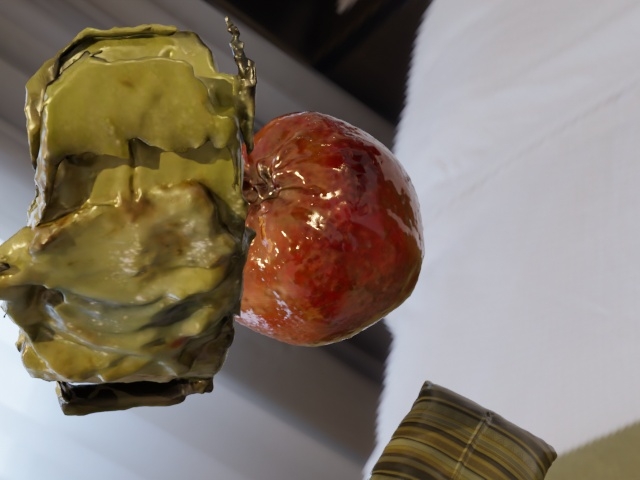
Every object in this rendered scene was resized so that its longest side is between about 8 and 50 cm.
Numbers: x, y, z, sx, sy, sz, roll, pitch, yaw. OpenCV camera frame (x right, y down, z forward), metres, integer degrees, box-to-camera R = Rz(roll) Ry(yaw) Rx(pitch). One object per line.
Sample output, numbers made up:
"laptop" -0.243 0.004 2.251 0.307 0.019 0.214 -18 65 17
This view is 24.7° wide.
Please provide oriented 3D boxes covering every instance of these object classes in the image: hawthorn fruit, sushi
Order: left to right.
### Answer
"sushi" -0.110 0.000 0.747 0.291 0.139 0.131 108 154 -61
"hawthorn fruit" 0.000 0.000 1.139 0.179 0.200 0.179 -13 63 27

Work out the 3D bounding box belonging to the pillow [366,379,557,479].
"pillow" 0.088 0.169 0.983 0.203 0.113 0.038 -50 -14 -55
